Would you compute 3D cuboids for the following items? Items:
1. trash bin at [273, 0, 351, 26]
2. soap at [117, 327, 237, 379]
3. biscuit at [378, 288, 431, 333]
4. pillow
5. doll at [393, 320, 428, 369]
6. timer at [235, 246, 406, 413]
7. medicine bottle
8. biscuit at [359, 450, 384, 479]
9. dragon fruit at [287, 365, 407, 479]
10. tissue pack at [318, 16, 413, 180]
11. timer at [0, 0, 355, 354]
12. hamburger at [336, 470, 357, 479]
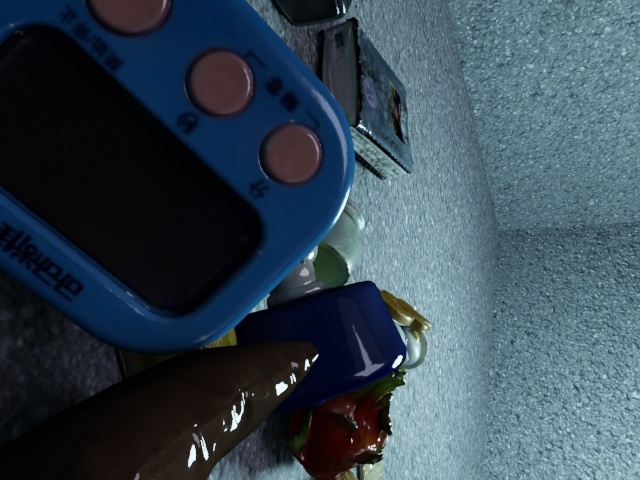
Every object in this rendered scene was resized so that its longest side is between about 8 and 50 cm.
[{"bbox_3d":[-0.001,-0.574,1.112,0.209,0.182,0.290,53,46,-51],"label":"trash bin"},{"bbox_3d":[-0.170,0.116,0.690,0.076,0.135,0.233,-35,117,-62],"label":"soap"},{"bbox_3d":[0.197,0.179,1.483,0.036,0.166,0.225,-53,146,9],"label":"biscuit"},{"bbox_3d":[-0.180,0.184,0.485,0.108,0.308,0.305,62,26,2],"label":"pillow"},{"bbox_3d":[0.191,0.258,1.470,0.138,0.119,0.293,50,8,32],"label":"doll"},{"bbox_3d":[-0.050,0.037,0.876,0.270,0.270,0.383,-8,80,-65],"label":"timer"},{"bbox_3d":[0.000,0.000,1.060,0.143,0.147,0.147,-73,148,-43],"label":"medicine bottle"},{"bbox_3d":[0.125,0.526,1.402,0.152,0.020,0.152,-4,90,-65],"label":"biscuit"},{"bbox_3d":[0.055,0.308,1.015,0.200,0.269,0.198,41,20,-50],"label":"dragon fruit"},{"bbox_3d":[0.113,-0.315,1.382,0.361,0.122,0.259,25,61,-60],"label":"tissue pack"},{"bbox_3d":[-0.159,-0.081,0.520,0.340,0.309,0.115,43,4,-18],"label":"timer"},{"bbox_3d":[0.031,0.536,1.121,0.102,0.087,0.176,20,71,-65],"label":"hamburger"}]
